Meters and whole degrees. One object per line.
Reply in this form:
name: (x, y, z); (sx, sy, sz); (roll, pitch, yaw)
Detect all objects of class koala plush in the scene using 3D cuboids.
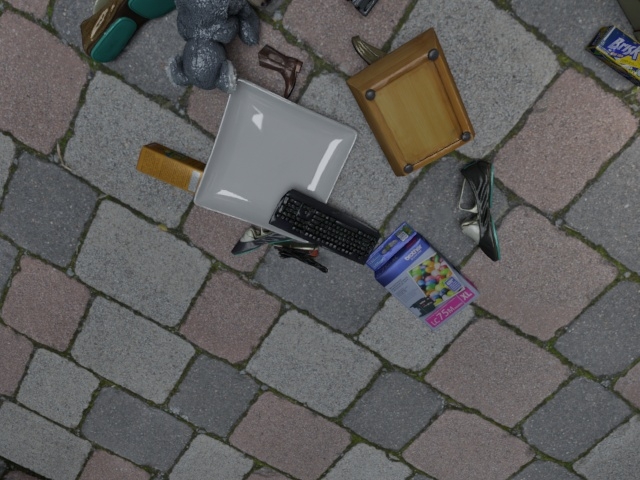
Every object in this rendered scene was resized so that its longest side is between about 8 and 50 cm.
koala plush: (-0.265, -0.458, 0.956); (0.196, 0.203, 0.221); (12, 97, 2)

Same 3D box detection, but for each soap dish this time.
soap dish: (0.231, -0.318, 1.007); (0.228, 0.118, 0.291); (-27, 117, 15)

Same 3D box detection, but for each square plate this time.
square plate: (-0.122, -0.201, 1.110); (0.343, 0.049, 0.347); (19, 107, -17)

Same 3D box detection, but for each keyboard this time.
keyboard: (0.000, 0.000, 1.174); (0.317, 0.033, 0.202); (24, 108, -19)

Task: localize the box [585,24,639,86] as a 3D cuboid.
box: (0.723, -0.435, 0.973); (0.168, 0.054, 0.059); (30, 111, -7)

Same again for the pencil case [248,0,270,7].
pencil case: (-0.028, -0.675, 0.857); (0.410, 0.183, 0.160); (-26, 65, 28)

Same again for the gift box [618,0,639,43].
gift box: (0.773, -0.539, 0.816); (0.255, 0.276, 0.258); (-37, 105, 23)

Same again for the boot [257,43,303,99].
boot: (-0.116, -0.435, 1.062); (0.114, 0.037, 0.107); (21, 99, -6)

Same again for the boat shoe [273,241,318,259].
boat shoe: (-0.074, 0.030, 1.236); (0.136, 0.049, 0.043); (6, 114, -2)

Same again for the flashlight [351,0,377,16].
flashlight: (0.153, -0.676, 0.914); (0.103, 0.103, 0.304); (19, 123, -43)

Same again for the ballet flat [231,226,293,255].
ballet flat: (-0.175, -0.015, 1.216); (0.203, 0.074, 0.074); (-16, 109, 5)

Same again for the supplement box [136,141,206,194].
supplement box: (-0.389, -0.195, 1.161); (0.233, 0.078, 0.080); (21, 111, -3)

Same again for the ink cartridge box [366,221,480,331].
ink cartridge box: (0.299, 0.112, 1.226); (0.311, 0.065, 0.186); (42, 109, -9)

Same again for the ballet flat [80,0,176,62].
ballet flat: (-0.470, -0.587, 1.013); (0.342, 0.116, 0.124); (-30, 86, 19)

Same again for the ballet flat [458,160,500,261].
ballet flat: (0.432, -0.075, 1.129); (0.096, 0.095, 0.281); (-6, 101, 18)

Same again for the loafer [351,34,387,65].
loafer: (0.137, -0.457, 1.023); (0.148, 0.056, 0.050); (39, 109, -20)
